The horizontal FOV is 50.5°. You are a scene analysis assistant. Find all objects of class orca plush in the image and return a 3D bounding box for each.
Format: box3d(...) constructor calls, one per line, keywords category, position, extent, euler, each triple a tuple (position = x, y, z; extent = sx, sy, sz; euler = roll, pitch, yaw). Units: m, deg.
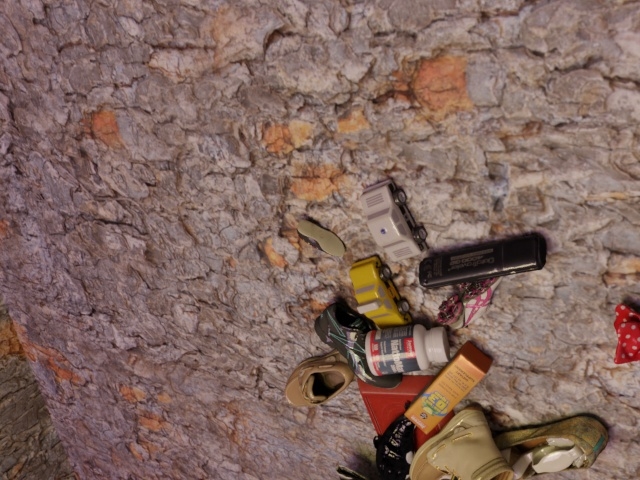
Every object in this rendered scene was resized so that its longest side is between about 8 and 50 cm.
box3d(category="orca plush", position=(0.197, 0.552, 1.729), extent=(0.151, 0.102, 0.287), euler=(37, 132, 12))

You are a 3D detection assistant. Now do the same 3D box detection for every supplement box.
box3d(category="supplement box", position=(0.296, 0.345, 1.580), extent=(0.078, 0.080, 0.233), euler=(39, 121, 9))

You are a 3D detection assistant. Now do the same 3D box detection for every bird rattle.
box3d(category="bird rattle", position=(0.670, 0.168, 1.233), extent=(0.253, 0.143, 0.207), euler=(36, 121, 31))

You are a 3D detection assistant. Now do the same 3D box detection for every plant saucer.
box3d(category="plant saucer", position=(0.229, 0.468, 1.758), extent=(0.259, 0.047, 0.258), euler=(-8, 111, 38))

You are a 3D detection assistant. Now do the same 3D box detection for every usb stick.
box3d(category="usb stick", position=(0.329, 0.047, 1.403), extent=(0.278, 0.077, 0.045), euler=(-14, 148, 37))

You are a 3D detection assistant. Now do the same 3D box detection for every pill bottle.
box3d(category="pill bottle", position=(0.204, 0.252, 1.581), extent=(0.180, 0.108, 0.108), euler=(-11, 111, 18))

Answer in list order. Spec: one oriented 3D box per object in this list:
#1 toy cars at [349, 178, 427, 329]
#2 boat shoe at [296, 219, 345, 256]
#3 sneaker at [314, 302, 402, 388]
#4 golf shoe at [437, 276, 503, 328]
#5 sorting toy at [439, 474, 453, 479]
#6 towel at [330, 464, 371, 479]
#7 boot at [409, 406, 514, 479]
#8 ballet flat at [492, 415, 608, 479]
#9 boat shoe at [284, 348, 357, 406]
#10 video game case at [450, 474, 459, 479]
box3d(category="toy cars", position=(0.140, 0.054, 1.542), extent=(0.176, 0.087, 0.394), euler=(23, 128, 23))
box3d(category="boat shoe", position=(0.001, -0.001, 1.644), extent=(0.133, 0.049, 0.042), euler=(32, 159, 8))
box3d(category="sneaker", position=(0.101, 0.262, 1.690), extent=(0.267, 0.101, 0.106), euler=(39, 130, 11))
box3d(category="golf shoe", position=(0.337, 0.120, 1.466), extent=(0.086, 0.067, 0.186), euler=(19, 127, -27))
box3d(category="sorting toy", position=(0.325, 0.619, 1.786), extent=(0.083, 0.045, 0.075), euler=(-5, 127, 26))
box3d(category="towel", position=(0.183, 0.772, 1.910), extent=(0.312, 0.056, 0.324), euler=(19, 144, 26))
box3d(category="boot", position=(0.326, 0.548, 1.590), extent=(0.095, 0.203, 0.262), euler=(27, 112, -30))
box3d(category="ballet flat", position=(0.484, 0.489, 1.537), extent=(0.123, 0.123, 0.348), euler=(52, 134, -1))
box3d(category="boat shoe", position=(-0.011, 0.384, 1.837), extent=(0.122, 0.110, 0.341), euler=(49, 134, 2))
box3d(category="video game case", position=(0.445, 0.701, 1.721), extent=(0.274, 0.035, 0.248), euler=(22, 131, 16))
